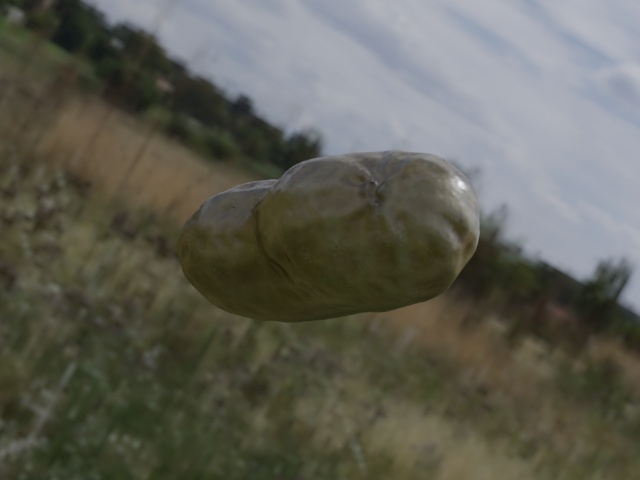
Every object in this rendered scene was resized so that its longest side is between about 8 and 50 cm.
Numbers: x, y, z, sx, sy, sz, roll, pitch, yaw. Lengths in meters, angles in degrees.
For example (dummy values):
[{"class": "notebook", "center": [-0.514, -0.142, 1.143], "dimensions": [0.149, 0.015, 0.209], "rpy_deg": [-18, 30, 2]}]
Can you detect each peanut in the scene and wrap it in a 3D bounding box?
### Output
[{"class": "peanut", "center": [0.000, 0.000, 2.046], "dimensions": [0.387, 0.170, 0.192], "rpy_deg": [-13, -22, 41]}]
